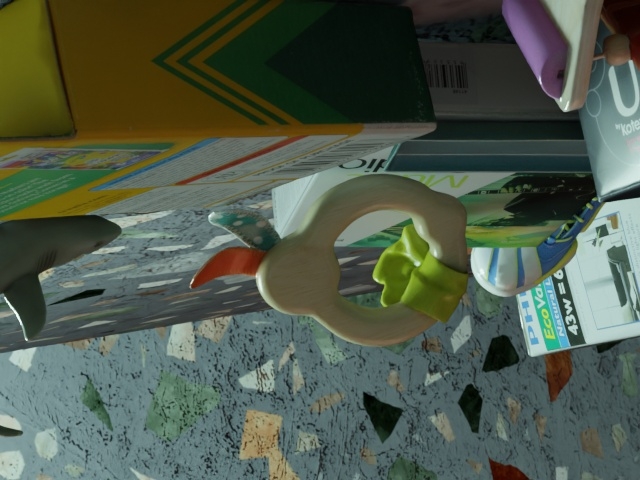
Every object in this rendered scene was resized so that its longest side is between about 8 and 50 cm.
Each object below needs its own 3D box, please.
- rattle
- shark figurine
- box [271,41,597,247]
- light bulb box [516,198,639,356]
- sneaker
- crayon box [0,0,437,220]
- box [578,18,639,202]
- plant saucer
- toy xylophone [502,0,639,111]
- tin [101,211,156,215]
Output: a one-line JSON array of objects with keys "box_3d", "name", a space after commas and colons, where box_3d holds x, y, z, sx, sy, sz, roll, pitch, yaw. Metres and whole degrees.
[{"box_3d": [0.000, 0.000, 1.124, 0.200, 0.130, 0.142, -4, -148, -7], "name": "rattle"}, {"box_3d": [-0.300, 0.039, 1.348, 0.166, 0.278, 0.116, 15, 135, 7], "name": "shark figurine"}, {"box_3d": [0.101, -0.062, 1.146, 0.232, 0.058, 0.322, 0, 165, -10], "name": "box"}, {"box_3d": [0.435, -0.021, 1.730, 0.358, 0.225, 0.361, -10, 175, -18], "name": "light bulb box"}, {"box_3d": [0.229, -0.056, 1.425, 0.240, 0.091, 0.126, -48, 167, -18], "name": "sneaker"}, {"box_3d": [-0.116, -0.072, 0.876, 0.203, 0.083, 0.323, -17, 172, 44], "name": "crayon box"}, {"box_3d": [0.308, -0.121, 0.948, 0.270, 0.143, 0.165, -9, 173, -22], "name": "box"}, {"box_3d": [0.141, -0.062, 1.020, 0.192, 0.018, 0.067, -1, 164, -9], "name": "plant saucer"}, {"box_3d": [0.238, -0.127, 0.661, 0.323, 0.081, 0.236, -8, -153, 8], "name": "toy xylophone"}, {"box_3d": [-0.111, -0.056, 1.271, 0.190, 0.040, 0.106, -17, 168, 41], "name": "tin"}]
